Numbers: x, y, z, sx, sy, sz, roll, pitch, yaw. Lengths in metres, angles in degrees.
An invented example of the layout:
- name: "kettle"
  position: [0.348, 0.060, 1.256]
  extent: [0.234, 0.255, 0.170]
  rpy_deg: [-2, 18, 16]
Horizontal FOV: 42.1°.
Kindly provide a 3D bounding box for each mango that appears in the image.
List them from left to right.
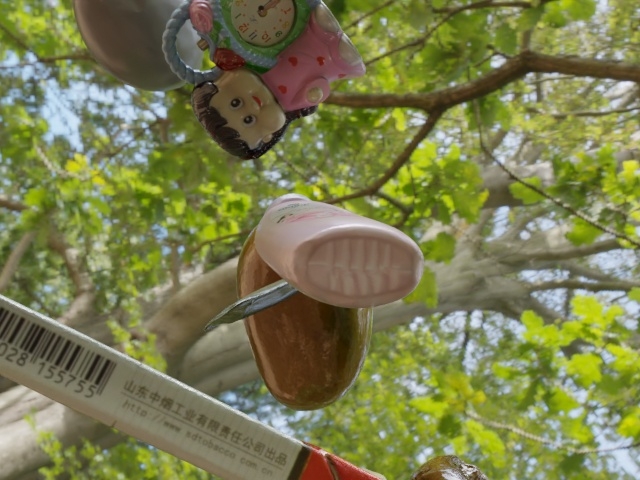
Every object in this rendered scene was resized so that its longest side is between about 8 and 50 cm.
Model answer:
- name: "mango"
  position: [-0.034, 0.150, 1.714]
  extent: [0.300, 0.232, 0.446]
  rpy_deg: [12, -70, 30]

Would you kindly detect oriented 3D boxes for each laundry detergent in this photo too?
- name: "laundry detergent"
  position: [0.000, 0.000, 0.957]
  extent: [0.335, 0.159, 0.088]
  rpy_deg: [-145, -118, -74]

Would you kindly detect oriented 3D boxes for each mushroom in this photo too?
- name: "mushroom"
  position: [0.254, 0.501, 1.491]
  extent: [0.153, 0.253, 0.253]
  rpy_deg: [-28, -105, 4]

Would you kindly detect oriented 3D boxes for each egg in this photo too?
- name: "egg"
  position: [-0.273, -0.330, 1.251]
  extent: [0.176, 0.176, 0.232]
  rpy_deg: [34, -13, 36]

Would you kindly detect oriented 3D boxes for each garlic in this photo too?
- name: "garlic"
  position: [0.065, 0.360, 1.241]
  extent: [0.053, 0.083, 0.041]
  rpy_deg: [-31, -120, 19]

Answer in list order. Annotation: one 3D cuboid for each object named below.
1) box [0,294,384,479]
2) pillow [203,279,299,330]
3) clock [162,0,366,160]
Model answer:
- name: "box"
  position: [-0.076, 0.093, 0.434]
  extent: [0.035, 0.245, 0.139]
  rpy_deg: [-65, -168, -16]
- name: "pillow"
  position: [-0.082, 0.088, 1.318]
  extent: [0.130, 0.217, 0.033]
  rpy_deg: [-37, -101, 51]
- name: "clock"
  position: [-0.074, -0.208, 0.944]
  extent: [0.194, 0.195, 0.100]
  rpy_deg: [50, 4, -21]
